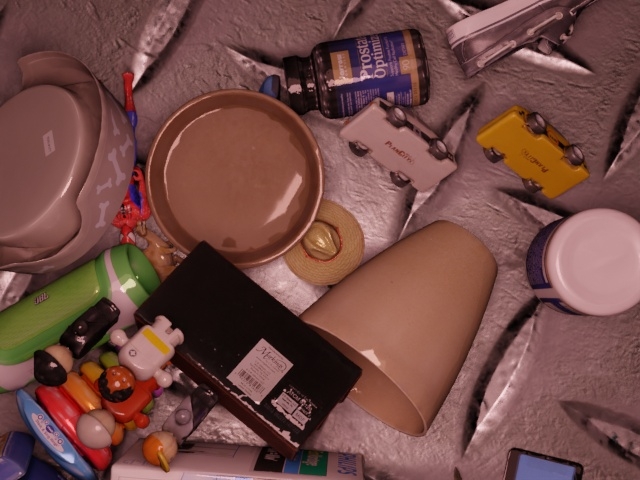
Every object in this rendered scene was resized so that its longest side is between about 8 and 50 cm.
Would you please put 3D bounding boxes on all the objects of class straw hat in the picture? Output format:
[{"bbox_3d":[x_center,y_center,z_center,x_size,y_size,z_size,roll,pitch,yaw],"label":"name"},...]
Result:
[{"bbox_3d":[0.000,0.000,1.797,0.144,0.061,0.144,0,86,0],"label":"straw hat"}]

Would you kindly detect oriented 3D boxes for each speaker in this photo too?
[{"bbox_3d":[-0.392,0.121,1.741,0.296,0.131,0.131,-29,87,9],"label":"speaker"}]

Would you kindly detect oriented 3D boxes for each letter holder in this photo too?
[{"bbox_3d":[-0.112,0.178,1.693,0.302,0.214,0.152,39,71,7],"label":"letter holder"}]

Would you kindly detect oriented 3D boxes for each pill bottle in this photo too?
[{"bbox_3d":[0.389,0.036,1.691,0.153,0.264,0.153,0,87,-1],"label":"pill bottle"},{"bbox_3d":[0.055,-0.257,1.783,0.219,0.123,0.122,-9,86,-1],"label":"pill bottle"}]

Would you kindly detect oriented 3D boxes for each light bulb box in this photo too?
[{"bbox_3d":[-0.122,0.493,1.676,0.361,0.225,0.358,3,91,1],"label":"light bulb box"}]

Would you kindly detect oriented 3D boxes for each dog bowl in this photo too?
[{"bbox_3d":[-0.424,-0.107,1.709,0.349,0.102,0.348,-13,65,30],"label":"dog bowl"}]

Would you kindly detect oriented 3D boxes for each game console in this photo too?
[{"bbox_3d":[0.346,0.392,1.767,0.122,0.107,0.071,13,115,2],"label":"game console"}]

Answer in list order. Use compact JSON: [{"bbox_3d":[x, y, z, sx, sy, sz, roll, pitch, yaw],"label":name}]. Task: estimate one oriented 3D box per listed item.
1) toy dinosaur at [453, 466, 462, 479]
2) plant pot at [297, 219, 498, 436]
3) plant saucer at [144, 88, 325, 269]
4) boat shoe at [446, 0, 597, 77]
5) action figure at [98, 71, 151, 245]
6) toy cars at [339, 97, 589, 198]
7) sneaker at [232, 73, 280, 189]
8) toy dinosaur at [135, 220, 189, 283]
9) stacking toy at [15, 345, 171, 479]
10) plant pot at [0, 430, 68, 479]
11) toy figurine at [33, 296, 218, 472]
[{"bbox_3d":[0.215,0.512,1.735,0.160,0.121,0.313,-7,90,-13],"label":"toy dinosaur"},{"bbox_3d":[0.137,0.108,1.719,0.256,0.256,0.274,40,71,3],"label":"plant pot"},{"bbox_3d":[-0.131,-0.094,1.751,0.278,0.041,0.278,0,92,4],"label":"plant saucer"},{"bbox_3d":[0.354,-0.346,1.795,0.301,0.108,0.102,-23,86,1],"label":"boat shoe"},{"bbox_3d":[-0.321,-0.124,1.774,0.091,0.139,0.280,-7,89,0],"label":"action figure"},{"bbox_3d":[0.226,-0.158,1.776,0.394,0.176,0.087,3,48,0],"label":"toy cars"},{"bbox_3d":[-0.116,-0.168,1.806,0.082,0.069,0.209,14,87,5],"label":"sneaker"},{"bbox_3d":[-0.242,0.042,1.805,0.093,0.053,0.183,-12,110,0],"label":"toy dinosaur"},{"bbox_3d":[-0.304,0.223,1.757,0.302,0.166,0.175,-39,80,-16],"label":"stacking toy"},{"bbox_3d":[-0.473,0.423,1.666,0.236,0.236,0.212,-32,98,-6],"label":"plant pot"},{"bbox_3d":[-0.271,0.204,1.574,0.148,0.209,0.213,-46,131,-32],"label":"toy figurine"}]
